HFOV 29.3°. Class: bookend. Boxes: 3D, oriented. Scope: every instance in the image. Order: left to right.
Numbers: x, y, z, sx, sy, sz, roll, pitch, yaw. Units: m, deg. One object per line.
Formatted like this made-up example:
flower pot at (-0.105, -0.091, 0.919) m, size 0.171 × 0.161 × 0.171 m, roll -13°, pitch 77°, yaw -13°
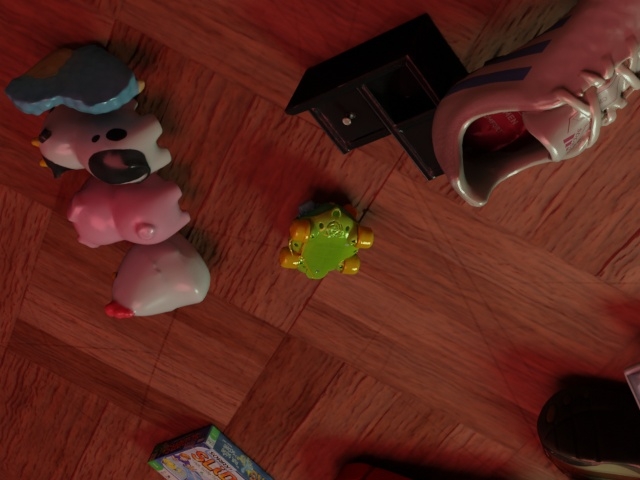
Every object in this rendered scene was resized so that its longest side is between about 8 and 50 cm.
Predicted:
bookend at (0.077, -0.120, 1.218) m, size 0.157 × 0.072 × 0.156 m, roll -19°, pitch 123°, yaw 37°

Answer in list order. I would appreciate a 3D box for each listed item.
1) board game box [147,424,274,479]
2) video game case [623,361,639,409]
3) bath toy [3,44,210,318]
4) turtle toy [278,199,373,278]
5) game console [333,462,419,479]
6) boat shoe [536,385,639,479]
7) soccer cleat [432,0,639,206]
board game box at (-0.140, 0.360, 1.806) m, size 0.136 × 0.035 × 0.201 m, roll -26°, pitch 117°, yaw 40°
video game case at (0.443, 0.182, 1.291) m, size 0.190 × 0.022 × 0.173 m, roll -25°, pitch 87°, yaw 22°
bath toy at (-0.236, -0.046, 1.389) m, size 0.151 × 0.129 × 0.348 m, roll 33°, pitch 149°, yaw 44°
turtle toy at (0.000, 0.000, 1.371) m, size 0.095 × 0.066 × 0.130 m, roll 7°, pitch 142°, yaw -16°
game console at (0.184, 0.479, 1.715) m, size 0.341 × 0.060 × 0.387 m, roll 15°, pitch 138°, yaw 29°
boat shoe at (0.414, 0.253, 1.411) m, size 0.323 × 0.123 × 0.120 m, roll 13°, pitch 148°, yaw 19°
soccer cleat at (0.236, -0.142, 1.037) m, size 0.331 × 0.143 × 0.116 m, roll -36°, pitch 119°, yaw 28°
